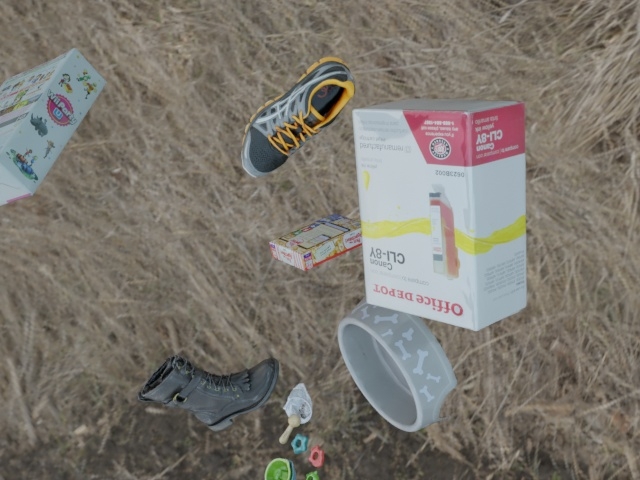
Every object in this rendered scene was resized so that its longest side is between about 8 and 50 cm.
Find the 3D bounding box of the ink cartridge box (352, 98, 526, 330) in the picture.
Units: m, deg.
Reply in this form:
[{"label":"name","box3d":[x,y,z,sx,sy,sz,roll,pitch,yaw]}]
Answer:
[{"label":"ink cartridge box","box3d":[0.217,-0.056,1.472,0.279,0.161,0.384,11,112,47]}]

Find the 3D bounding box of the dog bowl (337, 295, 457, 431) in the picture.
[{"label":"dog bowl","box3d":[0.169,0.292,1.890,0.349,0.102,0.348,46,154,31]}]

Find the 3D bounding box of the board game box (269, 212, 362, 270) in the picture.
[{"label":"board game box","box3d":[0.000,0.000,1.884,0.147,0.194,0.045,21,129,55]}]

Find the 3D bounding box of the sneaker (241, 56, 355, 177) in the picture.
[{"label":"sneaker","box3d":[-0.033,-0.175,1.170,0.084,0.083,0.215,37,99,-30]}]

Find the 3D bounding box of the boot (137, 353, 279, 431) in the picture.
[{"label":"boot","box3d":[-0.247,0.316,1.804,0.263,0.091,0.229,-42,124,14]}]

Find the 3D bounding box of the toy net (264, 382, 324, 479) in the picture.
[{"label":"toy net","box3d":[-0.049,0.407,1.686,0.122,0.045,0.232,-15,59,37]}]

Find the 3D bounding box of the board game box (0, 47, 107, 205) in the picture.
[{"label":"board game box","box3d":[-0.560,-0.202,1.504,0.224,0.303,0.097,-11,136,34]}]
